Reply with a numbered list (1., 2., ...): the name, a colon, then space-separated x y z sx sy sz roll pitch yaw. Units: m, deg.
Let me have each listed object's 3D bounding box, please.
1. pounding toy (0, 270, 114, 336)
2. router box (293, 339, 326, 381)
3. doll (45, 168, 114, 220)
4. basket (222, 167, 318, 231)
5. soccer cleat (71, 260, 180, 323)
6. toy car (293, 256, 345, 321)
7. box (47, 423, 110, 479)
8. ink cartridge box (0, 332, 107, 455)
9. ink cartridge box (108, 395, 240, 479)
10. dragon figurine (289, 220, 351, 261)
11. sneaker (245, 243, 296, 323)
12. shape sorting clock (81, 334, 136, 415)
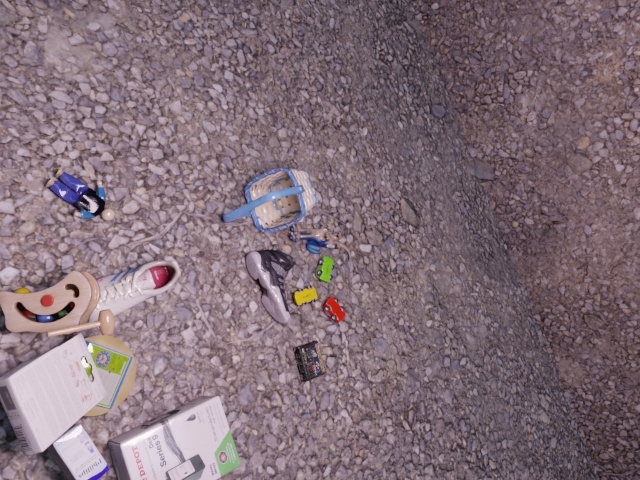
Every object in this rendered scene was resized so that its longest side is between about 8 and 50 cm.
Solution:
1. pounding toy: -0.637 0.149 1.175 0.269 0.155 0.154 3 84 -7
2. router box: -0.038 0.424 1.709 0.092 0.038 0.123 -10 83 -39
3. doll: -0.665 -0.123 1.373 0.189 0.046 0.129 41 56 -21
4. basket: -0.159 -0.135 1.645 0.288 0.254 0.201 -17 89 -52
5. soccer cleat: -0.538 0.132 1.331 0.331 0.143 0.116 -29 95 -40
6. toy car: 0.003 0.170 1.811 0.238 0.053 0.225 27 61 -31
7. box: -0.594 0.521 1.179 0.072 0.126 0.137 -34 99 -41
8. ink cartridge box: -0.635 0.357 1.159 0.232 0.066 0.189 -58 132 -74
9. ink cartridge box: -0.393 0.582 1.322 0.289 0.121 0.211 -17 87 -40
10. dragon figurine: 0.000 0.000 1.838 0.289 0.143 0.085 34 54 -49
11. sneaker: -0.138 0.140 1.673 0.153 0.101 0.269 -27 91 -38
12. shape sorting clock: -0.592 0.356 1.286 0.206 0.040 0.207 9 78 -46
